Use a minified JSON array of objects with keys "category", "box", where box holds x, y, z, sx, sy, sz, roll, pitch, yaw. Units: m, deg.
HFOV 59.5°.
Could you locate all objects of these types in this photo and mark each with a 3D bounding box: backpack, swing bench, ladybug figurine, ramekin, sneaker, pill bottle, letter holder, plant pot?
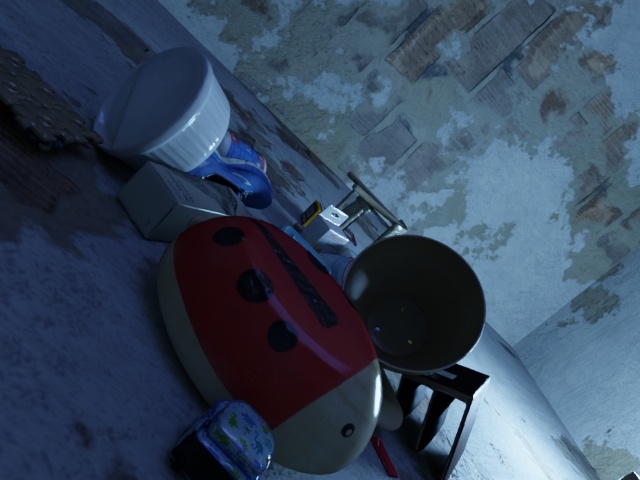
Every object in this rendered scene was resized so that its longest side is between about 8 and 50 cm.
[{"category":"backpack","box":[-0.106,0.243,0.665,0.105,0.084,0.114,48,10,-4]},{"category":"swing bench","box":[0.095,-0.022,1.688,0.255,0.253,0.165,42,14,-17]},{"category":"ladybug figurine","box":[-0.064,0.124,0.845,0.449,0.162,0.305,51,32,12]},{"category":"ramekin","box":[-0.305,-0.245,1.116,0.127,0.273,0.273,51,6,-48]},{"category":"sneaker","box":[-0.226,-0.121,1.332,0.330,0.130,0.147,21,43,-55]},{"category":"pill bottle","box":[-0.256,-0.222,1.466,0.221,0.124,0.124,32,20,-48]},{"category":"letter holder","box":[0.265,0.401,1.275,0.152,0.214,0.302,18,2,23]},{"category":"plant pot","box":[0.178,0.155,1.174,0.284,0.284,0.191,51,-17,18]},{"category":"pill bottle","box":[0.030,0.078,1.388,0.160,0.087,0.087,11,-14,41]}]

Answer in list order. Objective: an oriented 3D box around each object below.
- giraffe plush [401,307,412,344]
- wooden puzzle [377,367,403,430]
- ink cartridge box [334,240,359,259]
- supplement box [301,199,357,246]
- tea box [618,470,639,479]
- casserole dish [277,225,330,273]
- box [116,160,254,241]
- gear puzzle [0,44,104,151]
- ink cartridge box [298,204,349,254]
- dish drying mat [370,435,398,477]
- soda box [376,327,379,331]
[{"category":"giraffe plush","box":[0.211,0.238,1.503,0.171,0.181,0.210,19,11,-40]},{"category":"wooden puzzle","box":[0.009,0.206,1.163,0.322,0.080,0.347,38,21,-32]},{"category":"ink cartridge box","box":[0.050,0.080,1.522,0.072,0.127,0.175,42,14,-25]},{"category":"supplement box","box":[0.028,-0.036,1.892,0.188,0.081,0.104,42,14,-19]},{"category":"tea box","box":[0.543,0.651,0.952,0.323,0.329,0.220,46,14,-6]},{"category":"casserole dish","box":[-0.040,0.036,1.207,0.188,0.037,0.114,47,18,-10]},{"category":"box","box":[-0.247,-0.059,1.083,0.113,0.094,0.275,51,13,17]},{"category":"gear puzzle","box":[-0.534,-0.268,0.938,0.339,0.044,0.175,45,15,3]},{"category":"ink cartridge box","box":[0.000,0.000,1.483,0.104,0.181,0.061,28,23,-53]},{"category":"dish drying mat","box":[0.120,0.406,1.054,0.032,0.008,0.083,35,18,-45]},{"category":"soda box","box":[0.090,0.181,1.484,0.071,0.067,0.210,41,14,-23]}]
